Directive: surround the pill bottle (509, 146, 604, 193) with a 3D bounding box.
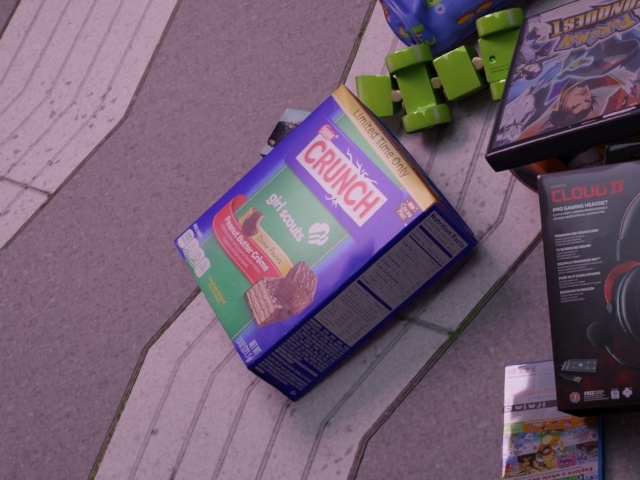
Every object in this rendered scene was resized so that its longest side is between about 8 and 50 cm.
[{"bbox_3d":[0.331,-0.169,1.773,0.130,0.130,0.245,26,75,42],"label":"pill bottle"}]

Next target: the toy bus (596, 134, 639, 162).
[{"bbox_3d":[0.501,-0.144,1.665,0.333,0.108,0.130,-34,45,7],"label":"toy bus"}]

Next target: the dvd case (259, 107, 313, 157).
[{"bbox_3d":[-0.022,-0.147,2.058,0.119,0.013,0.087,16,67,38],"label":"dvd case"}]

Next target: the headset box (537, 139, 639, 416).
[{"bbox_3d":[0.358,0.034,1.541,0.218,0.110,0.293,-7,77,22],"label":"headset box"}]

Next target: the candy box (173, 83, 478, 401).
[{"bbox_3d":[0.000,0.000,1.841,0.317,0.122,0.268,-41,47,7],"label":"candy box"}]

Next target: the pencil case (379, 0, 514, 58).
[{"bbox_3d":[0.234,-0.370,1.990,0.306,0.119,0.133,-33,57,7],"label":"pencil case"}]

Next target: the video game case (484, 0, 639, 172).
[{"bbox_3d":[0.335,-0.207,1.647,0.275,0.035,0.248,-15,41,36],"label":"video game case"}]

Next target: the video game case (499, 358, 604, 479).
[{"bbox_3d":[0.263,0.210,1.616,0.119,0.015,0.166,-10,53,25],"label":"video game case"}]

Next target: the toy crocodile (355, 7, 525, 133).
[{"bbox_3d":[0.200,-0.228,1.923,0.340,0.105,0.115,-18,89,22],"label":"toy crocodile"}]
